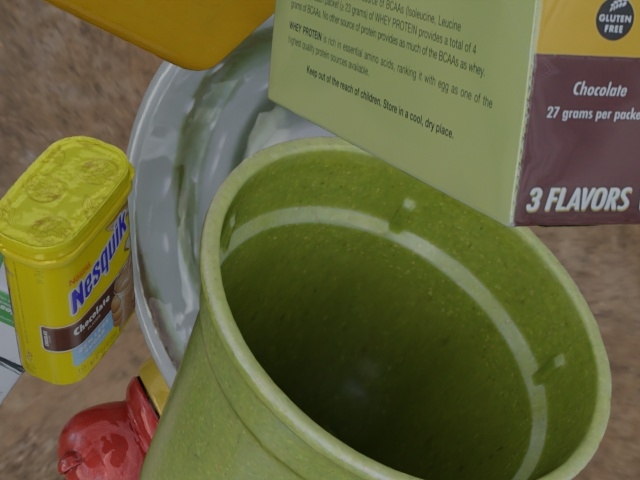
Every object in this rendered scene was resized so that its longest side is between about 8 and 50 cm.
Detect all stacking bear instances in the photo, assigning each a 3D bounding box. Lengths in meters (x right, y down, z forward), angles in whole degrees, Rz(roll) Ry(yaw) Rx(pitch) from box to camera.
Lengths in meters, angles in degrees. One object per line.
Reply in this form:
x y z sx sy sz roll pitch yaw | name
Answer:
-0.134 0.182 1.554 0.289 0.175 0.164 -27 88 -9 | stacking bear

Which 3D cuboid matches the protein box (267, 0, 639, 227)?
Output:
0.086 -0.127 0.512 0.136 0.200 0.201 -1 106 -23 | protein box

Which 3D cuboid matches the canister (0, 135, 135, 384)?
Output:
-0.200 0.019 1.203 0.073 0.170 0.126 20 49 15 | canister

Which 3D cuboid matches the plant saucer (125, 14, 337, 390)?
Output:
0.000 0.000 1.217 0.100 0.400 0.401 -12 89 -47 | plant saucer

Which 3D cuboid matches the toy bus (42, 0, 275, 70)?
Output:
-0.112 -0.188 0.819 0.108 0.332 0.130 -41 67 15 | toy bus

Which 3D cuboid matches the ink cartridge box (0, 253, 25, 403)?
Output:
-0.333 0.062 1.626 0.086 0.208 0.153 25 46 -16 | ink cartridge box

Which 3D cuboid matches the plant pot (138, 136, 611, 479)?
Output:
0.006 0.117 0.984 0.276 0.276 0.254 31 131 -3 | plant pot
